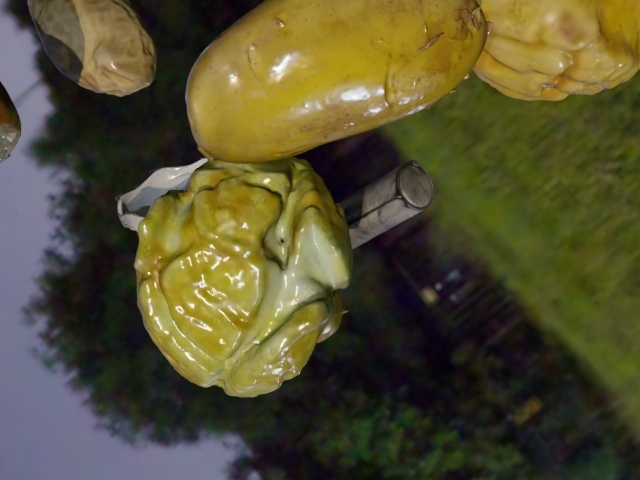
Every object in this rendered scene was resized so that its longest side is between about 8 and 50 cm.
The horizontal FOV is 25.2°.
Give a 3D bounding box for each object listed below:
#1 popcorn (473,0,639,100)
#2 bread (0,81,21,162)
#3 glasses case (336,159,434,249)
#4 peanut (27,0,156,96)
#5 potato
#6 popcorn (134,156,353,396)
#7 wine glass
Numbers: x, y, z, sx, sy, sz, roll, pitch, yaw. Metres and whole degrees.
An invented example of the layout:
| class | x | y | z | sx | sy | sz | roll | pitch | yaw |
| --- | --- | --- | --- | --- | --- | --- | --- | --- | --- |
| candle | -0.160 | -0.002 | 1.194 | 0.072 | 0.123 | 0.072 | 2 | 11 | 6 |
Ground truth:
| class | x | y | z | sx | sy | sz | roll | pitch | yaw |
| --- | --- | --- | --- | --- | --- | --- | --- | --- | --- |
| popcorn | 0.251 | -0.365 | 1.649 | 0.354 | 0.390 | 0.344 | 17 | -155 | 15 |
| bread | -0.491 | -0.139 | 1.613 | 0.279 | 0.225 | 0.250 | 27 | 159 | 3 |
| glasses case | 0.000 | 0.000 | 1.781 | 0.060 | 0.299 | 0.114 | 58 | -154 | -5 |
| peanut | -0.322 | -0.306 | 2.003 | 0.153 | 0.140 | 0.325 | 33 | -164 | -48 |
| potato | 0.015 | -0.170 | 1.342 | 0.173 | 0.300 | 0.140 | 81 | 165 | -46 |
| popcorn | -0.077 | 0.029 | 1.553 | 0.225 | 0.276 | 0.276 | 34 | -175 | 6 |
| wine glass | -0.177 | 0.001 | 2.015 | 0.165 | 0.165 | 0.196 | -116 | 2 | -66 |
